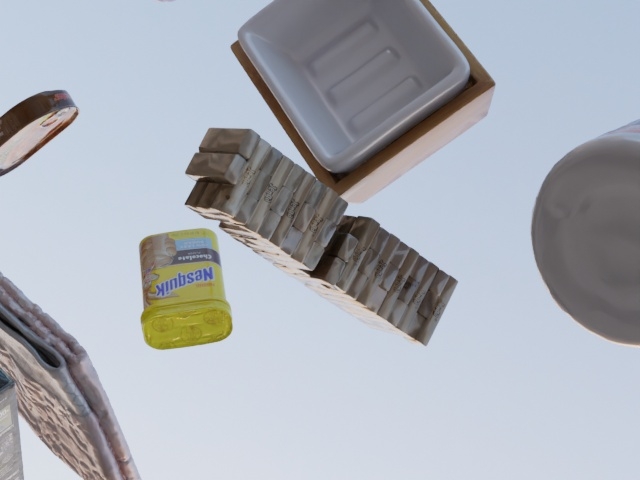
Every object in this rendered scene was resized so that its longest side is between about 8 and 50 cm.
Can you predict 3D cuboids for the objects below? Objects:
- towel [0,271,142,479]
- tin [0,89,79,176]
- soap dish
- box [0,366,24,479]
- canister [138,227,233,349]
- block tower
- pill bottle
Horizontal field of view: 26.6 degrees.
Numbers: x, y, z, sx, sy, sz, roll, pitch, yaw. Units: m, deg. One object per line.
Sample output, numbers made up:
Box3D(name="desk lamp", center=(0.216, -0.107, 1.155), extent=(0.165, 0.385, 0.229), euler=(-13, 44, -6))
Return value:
Box3D(name="towel", center=(-0.359, 0.165, 1.687), extent=(0.332, 0.053, 0.317), euler=(35, -28, 35))
Box3D(name="tin", center=(-0.393, -0.133, 1.742), extent=(0.189, 0.106, 0.040), euler=(-34, -93, 25))
Box3D(name="soap dish", center=(0.050, -0.199, 1.622), extent=(0.229, 0.118, 0.291), euler=(-36, -125, 4))
Box3D(name="box", center=(-0.299, 0.160, 0.922), extent=(0.077, 0.180, 0.147), euler=(41, -32, 20))
Box3D(name="canister", center=(-0.195, 0.065, 1.915), extent=(0.170, 0.126, 0.073), euler=(-103, -174, -47))
Box3D(name="block tower", center=(0.000, 0.000, 1.498), extent=(0.335, 0.091, 0.097), euler=(35, -13, -31))
Box3D(name="pill bottle", center=(0.419, -0.044, 1.492), extent=(0.224, 0.392, 0.224), euler=(14, -67, 35))
